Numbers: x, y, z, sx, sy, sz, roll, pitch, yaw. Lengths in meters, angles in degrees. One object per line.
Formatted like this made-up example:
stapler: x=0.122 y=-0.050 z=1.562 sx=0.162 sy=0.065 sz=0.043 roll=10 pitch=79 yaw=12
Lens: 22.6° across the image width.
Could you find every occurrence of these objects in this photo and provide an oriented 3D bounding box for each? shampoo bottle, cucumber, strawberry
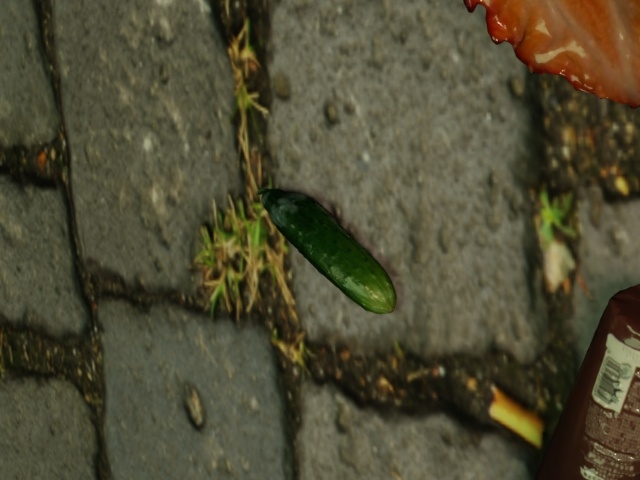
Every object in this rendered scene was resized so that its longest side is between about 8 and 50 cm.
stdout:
shampoo bottle: x=0.163 y=0.140 z=0.910 sx=0.068 sy=0.067 sz=0.236 roll=49 pitch=134 yaw=47
cucumber: x=0.000 y=0.000 z=1.105 sx=0.155 sy=0.037 sz=0.037 roll=43 pitch=130 yaw=37
strawberry: x=0.144 y=-0.159 z=0.850 sx=0.146 sy=0.082 sz=0.187 roll=-37 pitch=75 yaw=55
